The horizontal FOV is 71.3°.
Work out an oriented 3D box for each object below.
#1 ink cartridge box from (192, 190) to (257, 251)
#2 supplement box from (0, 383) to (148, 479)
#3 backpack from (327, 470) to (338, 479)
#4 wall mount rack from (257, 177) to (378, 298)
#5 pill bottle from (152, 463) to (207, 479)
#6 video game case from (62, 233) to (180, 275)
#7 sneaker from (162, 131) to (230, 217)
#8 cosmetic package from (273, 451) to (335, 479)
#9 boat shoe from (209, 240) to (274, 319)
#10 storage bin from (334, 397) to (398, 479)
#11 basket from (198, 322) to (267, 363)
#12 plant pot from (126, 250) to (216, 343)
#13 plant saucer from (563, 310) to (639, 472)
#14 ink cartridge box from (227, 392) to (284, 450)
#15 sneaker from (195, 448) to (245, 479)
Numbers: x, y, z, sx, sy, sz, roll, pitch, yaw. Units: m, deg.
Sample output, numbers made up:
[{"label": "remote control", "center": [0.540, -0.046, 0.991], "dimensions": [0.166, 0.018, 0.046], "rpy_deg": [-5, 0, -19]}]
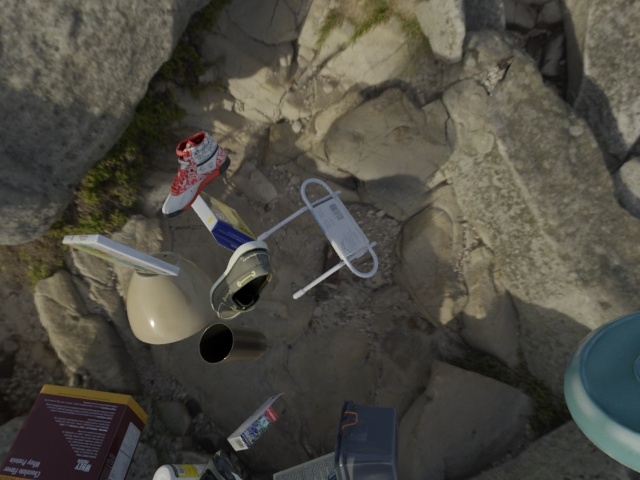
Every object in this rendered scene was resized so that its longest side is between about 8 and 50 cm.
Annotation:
[{"label": "ink cartridge box", "center": [-0.388, -0.064, 1.856], "dimensions": [0.072, 0.303, 0.307], "rpy_deg": [-46, 61, 4]}, {"label": "supplement box", "center": [-0.493, 0.420, 0.906], "dimensions": [0.191, 0.129, 0.194], "rpy_deg": [6, 50, 4]}, {"label": "backpack", "center": [0.055, 0.635, 1.118], "dimensions": [0.084, 0.114, 0.105], "rpy_deg": [-34, 91, -1]}, {"label": "wall mount rack", "center": [0.000, 0.000, 1.353], "dimensions": [0.304, 0.130, 0.350], "rpy_deg": [-29, 82, -35]}, {"label": "pill bottle", "center": [-0.410, 0.771, 1.405], "dimensions": [0.208, 0.119, 0.119], "rpy_deg": [26, 79, -41]}, {"label": "video game case", "center": [-0.510, 0.038, 1.148], "dimensions": [0.226, 0.206, 0.026], "rpy_deg": [32, 66, -44]}, {"label": "sneaker", "center": [-0.405, -0.204, 1.338], "dimensions": [0.270, 0.145, 0.090], "rpy_deg": [-46, 49, -11]}, {"label": "cosmetic package", "center": [0.028, 0.710, 1.261], "dimensions": [0.295, 0.153, 0.129], "rpy_deg": [-20, 116, 1]}, {"label": "boat shoe", "center": [-0.201, 0.126, 1.127], "dimensions": [0.109, 0.305, 0.091], "rpy_deg": [-3, 54, -35]}, {"label": "storage bin", "center": [0.079, 0.326, 0.731], "dimensions": [0.090, 0.135, 0.098], "rpy_deg": [-6, 114, 13]}, {"label": "basket", "center": [-0.343, 0.424, 1.826], "dimensions": [0.204, 0.226, 0.155], "rpy_deg": [-20, 66, 31]}, {"label": "plant pot", "center": [-0.470, 0.146, 1.375], "dimensions": [0.283, 0.284, 0.191], "rpy_deg": [-13, 123, -7]}, {"label": "plant saucer", "center": [0.542, 0.210, 0.683], "dimensions": [0.317, 0.317, 0.044], "rpy_deg": [-37, 115, -8]}, {"label": "ink cartridge box", "center": [-0.110, 0.330, 0.816], "dimensions": [0.115, 0.063, 0.029], "rpy_deg": [-35, 87, -40]}, {"label": "sneaker", "center": [-0.264, 0.610, 1.106], "dimensions": [0.100, 0.272, 0.107], "rpy_deg": [44, 45, 20]}]
